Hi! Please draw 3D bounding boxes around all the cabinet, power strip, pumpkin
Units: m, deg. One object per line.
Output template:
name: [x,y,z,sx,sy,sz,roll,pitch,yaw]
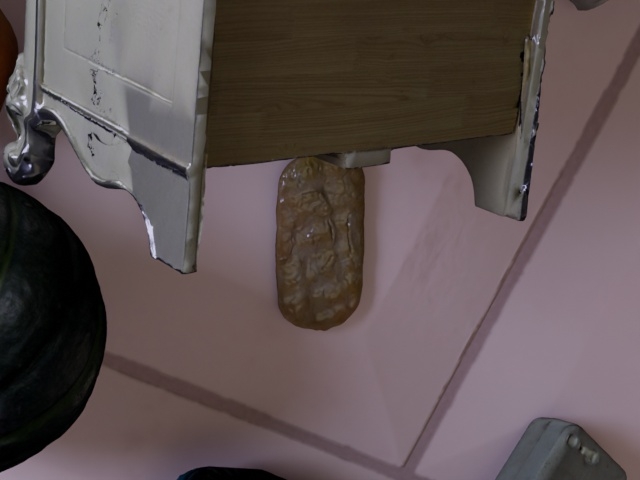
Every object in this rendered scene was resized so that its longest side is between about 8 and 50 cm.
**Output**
cabinet: [-0.021,-0.175,0.866,0.290,0.227,0.318,-10,115,-37]
power strip: [0.146,0.283,1.145,0.093,0.053,0.288,46,69,-25]
pumpkin: [-0.260,0.038,0.900,0.250,0.250,0.216,15,62,-22]

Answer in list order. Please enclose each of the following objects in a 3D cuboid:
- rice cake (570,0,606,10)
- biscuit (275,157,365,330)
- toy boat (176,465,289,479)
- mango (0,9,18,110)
rice cake: [0.293,-0.252,1.084,0.256,0.052,0.057,-28,109,-9]
biscuit: [0.000,0.000,1.080,0.071,0.018,0.147,-4,106,-16]
toy boat: [-0.016,0.277,1.125,0.299,0.092,0.134,31,64,-30]
mango: [-0.336,-0.129,0.875,0.289,0.129,0.146,3,108,-12]
